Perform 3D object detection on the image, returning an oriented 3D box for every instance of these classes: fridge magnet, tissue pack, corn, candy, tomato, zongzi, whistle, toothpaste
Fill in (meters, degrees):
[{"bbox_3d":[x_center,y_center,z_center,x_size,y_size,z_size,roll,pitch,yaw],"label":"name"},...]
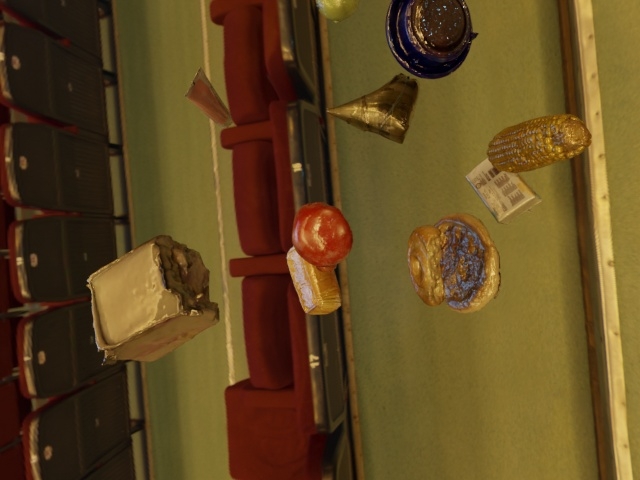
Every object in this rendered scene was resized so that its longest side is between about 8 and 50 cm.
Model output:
[{"bbox_3d":[0.303,-0.576,1.230,0.265,0.112,0.266,-1,94,-17],"label":"fridge magnet"},{"bbox_3d":[0.686,-0.190,1.689,0.159,0.145,0.229,-42,58,27],"label":"tissue pack"},{"bbox_3d":[0.480,-0.216,1.023,0.119,0.322,0.119,-1,94,-8],"label":"corn"},{"bbox_3d":[-0.296,0.112,0.809,0.195,0.137,0.185,-31,60,5],"label":"candy"},{"bbox_3d":[-0.005,-0.021,1.196,0.151,0.187,0.187,-34,76,-6],"label":"tomato"},{"bbox_3d":[0.181,-0.467,1.494,0.274,0.125,0.251,18,62,4],"label":"zongzi"},{"bbox_3d":[0.032,-0.752,1.293,0.141,0.294,0.141,-7,65,15],"label":"whistle"},{"bbox_3d":[-0.240,-0.298,0.982,0.042,0.194,0.067,27,86,10],"label":"toothpaste"}]

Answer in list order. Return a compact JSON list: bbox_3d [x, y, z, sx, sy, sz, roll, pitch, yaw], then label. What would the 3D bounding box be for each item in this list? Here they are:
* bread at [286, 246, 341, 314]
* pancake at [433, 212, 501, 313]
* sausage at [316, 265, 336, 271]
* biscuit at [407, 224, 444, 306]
[{"bbox_3d":[-0.023,0.136,1.694,0.152,0.119,0.288,-42,62,50],"label":"bread"},{"bbox_3d":[0.525,0.095,1.714,0.382,0.071,0.382,7,98,61],"label":"pancake"},{"bbox_3d":[0.000,0.000,1.361,0.076,0.076,0.198,-8,107,26],"label":"sausage"},{"bbox_3d":[0.358,0.083,1.564,0.091,0.213,0.274,-10,97,-7],"label":"biscuit"}]
